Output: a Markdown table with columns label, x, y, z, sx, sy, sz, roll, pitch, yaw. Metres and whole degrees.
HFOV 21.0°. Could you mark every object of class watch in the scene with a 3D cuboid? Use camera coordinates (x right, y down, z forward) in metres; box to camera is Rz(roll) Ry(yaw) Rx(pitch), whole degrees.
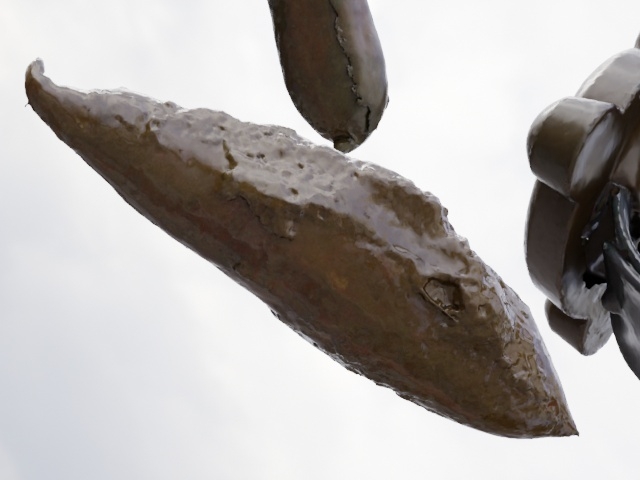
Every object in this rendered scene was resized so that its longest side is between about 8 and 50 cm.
| label | x | y | z | sx | sy | sz | roll | pitch | yaw |
| --- | --- | --- | --- | --- | --- | --- | --- | --- | --- |
| watch | 0.370 | -0.026 | 1.451 | 0.327 | 0.335 | 0.314 | 23 | -29 | 27 |

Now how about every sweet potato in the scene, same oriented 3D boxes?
| label | x | y | z | sx | sy | sz | roll | pitch | yaw |
| --- | --- | --- | --- | --- | --- | --- | --- | --- | --- |
| sweet potato | 0.000 | 0.000 | 0.531 | 0.206 | 0.060 | 0.068 | 28 | -53 | -9 |
| sweet potato | -0.011 | -0.193 | 1.167 | 0.075 | 0.075 | 0.273 | 18 | -53 | 62 |
